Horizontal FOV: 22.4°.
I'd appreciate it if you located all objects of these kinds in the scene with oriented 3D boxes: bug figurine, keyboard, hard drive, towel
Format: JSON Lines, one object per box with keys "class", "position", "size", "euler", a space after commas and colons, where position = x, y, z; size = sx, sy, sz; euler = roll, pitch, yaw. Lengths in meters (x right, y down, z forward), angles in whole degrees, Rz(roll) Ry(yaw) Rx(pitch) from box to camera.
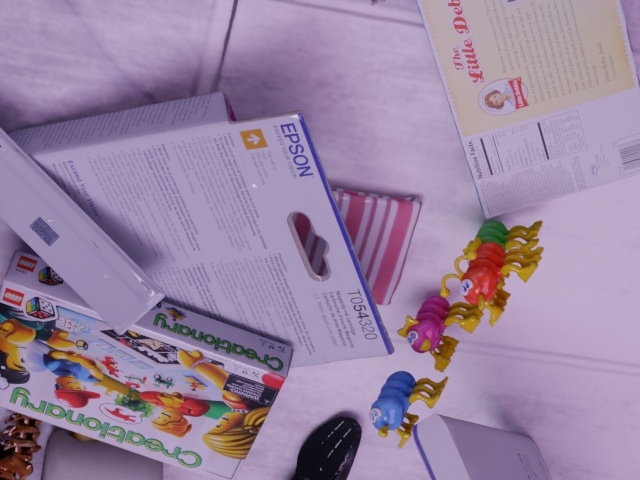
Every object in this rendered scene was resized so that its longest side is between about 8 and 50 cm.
{"class": "bug figurine", "position": [0.136, 0.079, 1.685], "size": [0.072, 0.216, 0.279], "euler": [33, 121, 1]}
{"class": "keyboard", "position": [-0.265, -0.016, 1.587], "size": [0.256, 0.014, 0.072], "euler": [46, 121, -7]}
{"class": "hard drive", "position": [0.211, 0.303, 1.768], "size": [0.040, 0.210, 0.319], "euler": [-30, 159, 17]}
{"class": "towel", "position": [0.000, 0.000, 1.725], "size": [0.197, 0.029, 0.144], "euler": [7, 127, -14]}

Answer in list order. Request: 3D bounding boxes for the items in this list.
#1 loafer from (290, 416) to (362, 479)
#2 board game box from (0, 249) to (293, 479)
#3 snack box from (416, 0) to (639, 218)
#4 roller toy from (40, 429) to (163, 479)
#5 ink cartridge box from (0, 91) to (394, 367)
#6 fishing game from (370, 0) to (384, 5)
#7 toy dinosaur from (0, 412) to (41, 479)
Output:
{"class": "loafer", "position": [0.004, 0.275, 1.924], "size": [0.061, 0.062, 0.170], "euler": [-4, 133, -54]}
{"class": "board game box", "position": [-0.203, 0.138, 1.704], "size": [0.305, 0.053, 0.193], "euler": [20, 132, -6]}
{"class": "snack box", "position": [0.208, -0.181, 1.582], "size": [0.187, 0.060, 0.322], "euler": [-16, 127, 8]}
{"class": "roller toy", "position": [-0.262, 0.312, 1.832], "size": [0.146, 0.191, 0.209], "euler": [8, 126, -10]}
{"class": "ink cartridge box", "position": [-0.120, 0.003, 1.651], "size": [0.330, 0.071, 0.324], "euler": [-9, 128, 16]}
{"class": "fishing game", "position": [0.039, -0.351, 1.426], "size": [0.189, 0.041, 0.264], "euler": [29, 116, -6]}
{"class": "toy dinosaur", "position": [-0.422, 0.286, 1.837], "size": [0.218, 0.164, 0.322], "euler": [33, 75, -28]}
